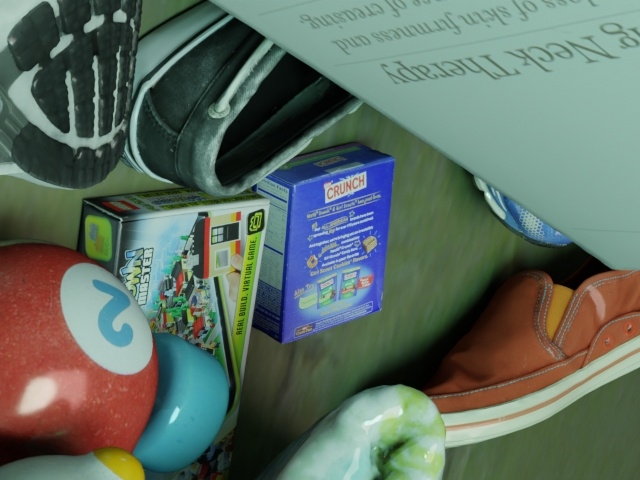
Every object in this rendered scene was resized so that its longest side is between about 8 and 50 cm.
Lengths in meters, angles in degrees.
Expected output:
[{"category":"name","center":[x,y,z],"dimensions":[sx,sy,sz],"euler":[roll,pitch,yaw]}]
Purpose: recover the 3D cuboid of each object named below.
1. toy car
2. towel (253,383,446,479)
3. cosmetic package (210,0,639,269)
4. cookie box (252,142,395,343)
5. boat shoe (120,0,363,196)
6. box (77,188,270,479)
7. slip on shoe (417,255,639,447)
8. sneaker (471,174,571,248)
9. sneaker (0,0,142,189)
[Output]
[{"category":"toy car","center":[-0.124,0.123,0.691],"dimensions":[0.219,0.238,0.210],"euler":[32,87,-40]},{"category":"towel","center":[-0.072,0.255,0.826],"dimensions":[0.374,0.090,0.320],"euler":[-53,180,-15]},{"category":"cosmetic package","center":[0.172,-0.211,0.693],"dimensions":[0.394,0.329,0.327],"euler":[31,73,-29]},{"category":"cookie box","center":[0.000,0.000,0.949],"dimensions":[0.092,0.040,0.107],"euler":[-16,120,-42]},{"category":"boat shoe","center":[0.019,-0.130,0.855],"dimensions":[0.306,0.105,0.113],"euler":[-37,132,-30]},{"category":"box","center":[-0.095,0.073,0.884],"dimensions":[0.114,0.036,0.207],"euler":[-9,115,-45]},{"category":"slip on shoe","center":[0.149,0.077,1.114],"dimensions":[0.331,0.123,0.101],"euler":[-22,92,-34]},{"category":"sneaker","center":[0.195,-0.147,1.008],"dimensions":[0.130,0.147,0.330],"euler":[-6,114,-46]},{"category":"sneaker","center":[-0.180,-0.076,0.668],"dimensions":[0.300,0.121,0.111],"euler":[-23,125,-63]}]
